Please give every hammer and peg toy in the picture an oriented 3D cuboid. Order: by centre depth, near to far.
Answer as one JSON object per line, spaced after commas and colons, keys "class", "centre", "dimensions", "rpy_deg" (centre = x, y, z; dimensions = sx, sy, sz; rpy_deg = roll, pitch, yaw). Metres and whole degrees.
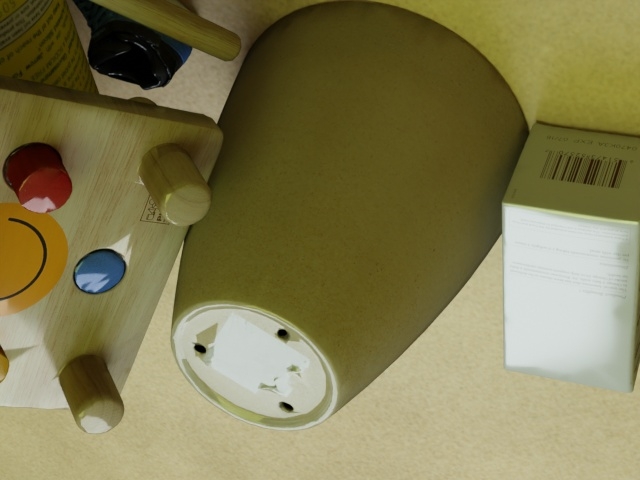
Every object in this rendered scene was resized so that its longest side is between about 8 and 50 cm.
{"class": "hammer and peg toy", "centre": [-0.192, -0.035, 0.919], "dimensions": [0.266, 0.127, 0.361], "rpy_deg": [9, 118, -33]}

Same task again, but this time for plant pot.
{"class": "plant pot", "centre": [0.000, 0.000, 1.037], "dimensions": [0.256, 0.274, 0.256], "rpy_deg": [15, 135, 15]}

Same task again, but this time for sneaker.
{"class": "sneaker", "centre": [-0.170, -0.180, 1.085], "dimensions": [0.152, 0.085, 0.058], "rpy_deg": [39, 136, -18]}

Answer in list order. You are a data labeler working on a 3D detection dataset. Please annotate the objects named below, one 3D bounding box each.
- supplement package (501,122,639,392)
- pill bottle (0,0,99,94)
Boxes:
{"class": "supplement package", "centre": [0.203, 0.015, 1.068], "dimensions": [0.105, 0.105, 0.179], "rpy_deg": [9, 133, 18]}
{"class": "pill bottle", "centre": [-0.263, -0.100, 1.047], "dimensions": [0.188, 0.188, 0.334], "rpy_deg": [6, 134, 23]}
